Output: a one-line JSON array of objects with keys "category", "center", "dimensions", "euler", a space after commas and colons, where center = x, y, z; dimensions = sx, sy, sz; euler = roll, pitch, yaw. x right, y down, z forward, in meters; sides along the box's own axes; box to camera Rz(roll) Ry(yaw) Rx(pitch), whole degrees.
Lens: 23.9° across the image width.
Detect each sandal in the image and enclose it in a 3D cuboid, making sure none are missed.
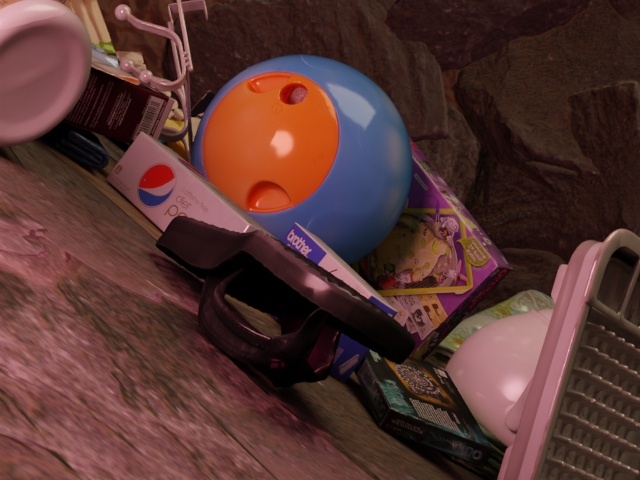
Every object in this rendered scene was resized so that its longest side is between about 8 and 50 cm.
[{"category": "sandal", "center": [-0.047, 0.068, 1.369], "dimensions": [0.167, 0.107, 0.446], "euler": [34, -8, -20]}]

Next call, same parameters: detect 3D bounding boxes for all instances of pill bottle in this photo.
[{"category": "pill bottle", "center": [-0.354, -0.217, 1.466], "dimensions": [0.265, 0.153, 0.153], "euler": [39, 4, 32]}]

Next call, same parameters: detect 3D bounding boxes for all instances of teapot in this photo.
[{"category": "teapot", "center": [0.282, 0.167, 1.809], "dimensions": [0.252, 0.187, 0.256], "euler": [35, 4, -31]}]

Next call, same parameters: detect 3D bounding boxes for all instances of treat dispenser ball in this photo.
[{"category": "treat dispenser ball", "center": [-0.025, -0.097, 1.963], "dimensions": [0.288, 0.288, 0.288], "euler": [37, 4, -3]}]

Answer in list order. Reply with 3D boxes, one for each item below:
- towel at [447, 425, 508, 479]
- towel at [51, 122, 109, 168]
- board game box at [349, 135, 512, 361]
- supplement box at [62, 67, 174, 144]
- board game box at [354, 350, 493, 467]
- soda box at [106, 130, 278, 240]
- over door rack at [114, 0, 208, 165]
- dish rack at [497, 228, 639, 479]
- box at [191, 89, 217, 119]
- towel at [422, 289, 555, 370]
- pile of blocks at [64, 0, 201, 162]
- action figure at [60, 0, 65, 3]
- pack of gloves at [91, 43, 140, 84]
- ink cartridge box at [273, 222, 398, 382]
[{"category": "towel", "center": [0.180, 0.228, 1.809], "dimensions": [0.325, 0.038, 0.248], "euler": [33, 5, -45]}, {"category": "towel", "center": [-0.287, -0.117, 1.783], "dimensions": [0.067, 0.029, 0.119], "euler": [33, 4, -23]}, {"category": "board game box", "center": [0.090, -0.017, 2.075], "dimensions": [0.056, 0.208, 0.347], "euler": [6, 42, -50]}, {"category": "supplement box", "center": [-0.299, -0.181, 1.757], "dimensions": [0.130, 0.073, 0.239], "euler": [30, 8, 36]}, {"category": "board game box", "center": [0.100, 0.167, 1.601], "dimensions": [0.126, 0.026, 0.186], "euler": [23, 14, -18]}, {"category": "soda box", "center": [-0.147, -0.035, 1.727], "dimensions": [0.216, 0.074, 0.069], "euler": [40, 5, 35]}, {"category": "over door rack", "center": [-0.212, -0.267, 2.028], "dimensions": [0.108, 0.324, 0.239], "euler": [2, -32, -2]}, {"category": "dish rack", "center": [0.296, 0.170, 1.613], "dimensions": [0.072, 0.333, 0.285], "euler": [10, -12, 38]}, {"category": "box", "center": [-0.038, -0.057, 2.511], "dimensions": [0.395, 0.097, 0.318], "euler": [38, -8, 15]}, {"category": "towel", "center": [0.347, 0.207, 2.180], "dimensions": [0.320, 0.090, 0.374], "euler": [39, 30, 22]}, {"category": "pile of blocks", "center": [-0.307, -0.200, 2.245], "dimensions": [0.362, 0.149, 0.112], "euler": [46, -38, 6]}, {"category": "action figure", "center": [-0.377, -0.265, 1.954], "dimensions": [0.276, 0.141, 0.164], "euler": [37, 14, -24]}, {"category": "pack of gloves", "center": [-0.309, -0.250, 1.753], "dimensions": [0.195, 0.046, 0.232], "euler": [20, 7, -19]}, {"category": "ink cartridge box", "center": [-0.002, 0.065, 1.671], "dimensions": [0.046, 0.097, 0.207], "euler": [34, 5, -33]}]
